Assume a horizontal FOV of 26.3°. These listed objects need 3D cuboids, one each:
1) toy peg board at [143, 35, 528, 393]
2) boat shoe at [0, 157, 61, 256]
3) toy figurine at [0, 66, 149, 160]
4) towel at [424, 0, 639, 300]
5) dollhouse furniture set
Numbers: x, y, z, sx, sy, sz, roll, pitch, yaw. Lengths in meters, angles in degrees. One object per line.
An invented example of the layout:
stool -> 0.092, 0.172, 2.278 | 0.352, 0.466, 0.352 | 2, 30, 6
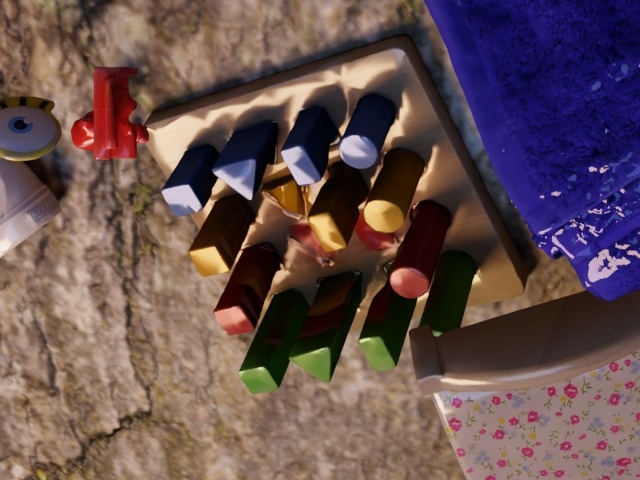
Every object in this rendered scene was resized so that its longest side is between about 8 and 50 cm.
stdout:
toy peg board -> 0.000, 0.000, 0.710 | 0.161, 0.079, 0.161 | -14, 122, 27
boat shoe -> -0.234, -0.001, 0.803 | 0.184, 0.066, 0.063 | -25, 102, 36
toy figurine -> -0.260, -0.152, 0.653 | 0.362, 0.191, 0.217 | 2, 95, 1
towel -> 0.170, -0.134, 0.482 | 0.308, 0.076, 0.228 | -30, 80, 34
dollhouse furniture set -> 0.153, 0.094, 0.605 | 0.355, 0.174, 0.303 | -19, 122, 10
